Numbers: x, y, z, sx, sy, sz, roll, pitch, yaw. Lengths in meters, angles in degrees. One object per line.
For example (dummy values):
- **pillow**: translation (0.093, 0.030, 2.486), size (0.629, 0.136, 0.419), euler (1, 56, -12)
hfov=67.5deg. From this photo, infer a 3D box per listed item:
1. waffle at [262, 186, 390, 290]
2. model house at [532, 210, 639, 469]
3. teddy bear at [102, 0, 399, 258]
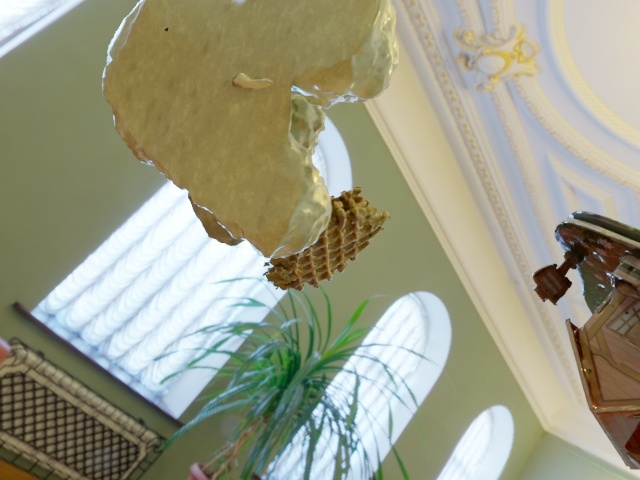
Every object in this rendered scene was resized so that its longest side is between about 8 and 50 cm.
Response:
- **waffle**: translation (0.000, 0.000, 0.745), size (0.070, 0.197, 0.193), euler (54, -48, 25)
- **model house**: translation (0.319, 0.130, 0.496), size (0.294, 0.154, 0.207), euler (45, -5, -38)
- **teddy bear**: translation (-0.037, -0.138, 0.561), size (0.375, 0.327, 0.362), euler (27, 8, 30)
